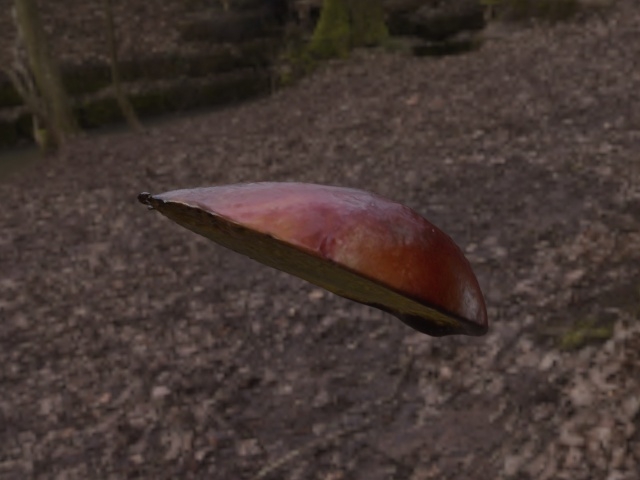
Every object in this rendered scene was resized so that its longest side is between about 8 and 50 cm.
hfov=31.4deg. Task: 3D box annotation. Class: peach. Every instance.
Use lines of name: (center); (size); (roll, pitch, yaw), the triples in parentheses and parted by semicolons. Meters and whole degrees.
peach: (0.002, -0.003, 0.808); (0.279, 0.068, 0.189); (26, -13, -31)
